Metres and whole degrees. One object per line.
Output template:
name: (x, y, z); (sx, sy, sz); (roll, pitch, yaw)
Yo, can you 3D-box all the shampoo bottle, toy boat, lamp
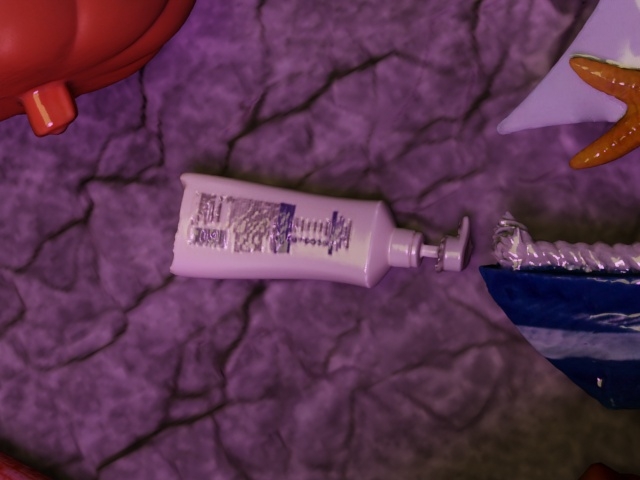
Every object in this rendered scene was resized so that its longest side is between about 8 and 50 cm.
shampoo bottle: (0.000, 0.000, 0.875); (0.141, 0.034, 0.049); (7, 81, 16)
toy boat: (0.163, -0.081, 0.799); (0.220, 0.067, 0.291); (-9, 92, 11)
lamp: (-0.143, -0.124, 0.849); (0.187, 0.187, 0.164); (-21, 83, 14)

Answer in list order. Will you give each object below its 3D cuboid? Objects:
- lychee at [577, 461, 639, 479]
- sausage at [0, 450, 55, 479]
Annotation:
lychee: (0.146, 0.301, 0.621); (0.424, 0.424, 0.500); (-42, 50, 10)
sausage: (-0.127, 0.148, 0.882); (0.274, 0.074, 0.074); (25, 93, 17)
